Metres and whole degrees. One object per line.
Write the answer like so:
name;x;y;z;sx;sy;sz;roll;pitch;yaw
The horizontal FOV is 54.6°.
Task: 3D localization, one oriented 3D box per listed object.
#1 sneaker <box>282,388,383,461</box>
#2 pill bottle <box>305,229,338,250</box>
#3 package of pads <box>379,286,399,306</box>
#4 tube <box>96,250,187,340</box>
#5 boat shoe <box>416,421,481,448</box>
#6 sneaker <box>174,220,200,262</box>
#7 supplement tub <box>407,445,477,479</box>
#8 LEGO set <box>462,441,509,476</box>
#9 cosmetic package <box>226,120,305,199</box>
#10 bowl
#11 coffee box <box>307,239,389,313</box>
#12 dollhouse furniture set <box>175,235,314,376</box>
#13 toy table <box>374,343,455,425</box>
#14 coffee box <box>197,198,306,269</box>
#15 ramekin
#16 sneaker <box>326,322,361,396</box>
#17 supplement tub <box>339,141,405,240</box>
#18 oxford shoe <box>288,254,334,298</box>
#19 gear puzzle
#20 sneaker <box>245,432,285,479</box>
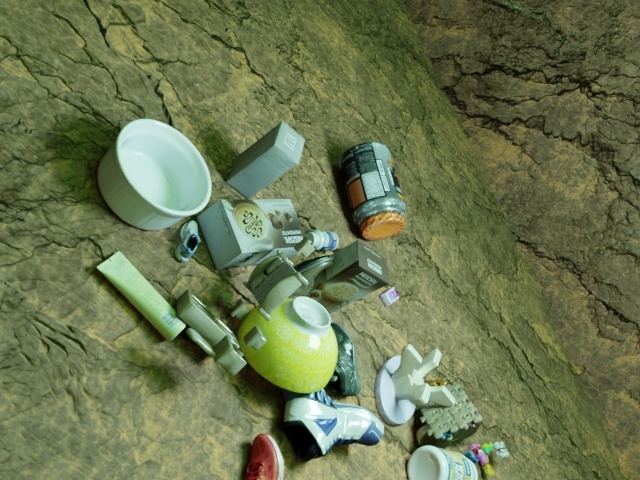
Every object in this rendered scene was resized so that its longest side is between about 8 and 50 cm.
sneaker;0.013;0.517;1.658;0.315;0.127;0.182;32;45;-23
pill bottle;0.000;0.000;2.072;0.120;0.067;0.067;4;61;-50
package of pads;0.252;0.206;2.264;0.083;0.032;0.050;-25;87;-56
tube;-0.417;0.131;1.461;0.062;0.070;0.240;-43;99;-14
boat shoe;0.419;0.628;2.102;0.302;0.109;0.098;-1;30;-40
sneaker;-0.342;-0.003;1.651;0.052;0.058;0.135;34;40;-31
supplement tub;0.383;0.724;1.928;0.200;0.144;0.144;25;46;-39
LEGO set;0.587;0.778;2.191;0.227;0.087;0.093;15;38;-46
cosmetic package;-0.171;-0.243;1.896;0.107;0.238;0.127;37;42;-25
bowl;-0.060;0.242;1.644;0.289;0.156;0.289;26;26;-14
coffee box;0.071;0.116;1.912;0.141;0.246;0.098;31;42;-33
dollhouse furniture set;-0.165;0.104;1.519;0.174;0.355;0.303;47;-3;-19
toy table;0.301;0.464;2.013;0.252;0.161;0.274;44;35;-20
coffee box;-0.189;-0.023;1.805;0.297;0.119;0.168;-4;67;-53
ramekin;-0.431;-0.160;1.592;0.277;0.135;0.277;32;43;-35
sneaker;0.043;0.351;1.839;0.130;0.087;0.227;14;59;-54
supplement tub;0.200;-0.184;2.343;0.207;0.207;0.338;16;53;-45
oxford shoe;-0.050;0.119;1.843;0.227;0.083;0.096;-31;99;-12
gear puzzle;0.407;0.551;2.051;0.339;0.175;0.044;-113;180;-75
sneaker;-0.152;0.559;1.435;0.128;0.087;0.221;18;50;-45
